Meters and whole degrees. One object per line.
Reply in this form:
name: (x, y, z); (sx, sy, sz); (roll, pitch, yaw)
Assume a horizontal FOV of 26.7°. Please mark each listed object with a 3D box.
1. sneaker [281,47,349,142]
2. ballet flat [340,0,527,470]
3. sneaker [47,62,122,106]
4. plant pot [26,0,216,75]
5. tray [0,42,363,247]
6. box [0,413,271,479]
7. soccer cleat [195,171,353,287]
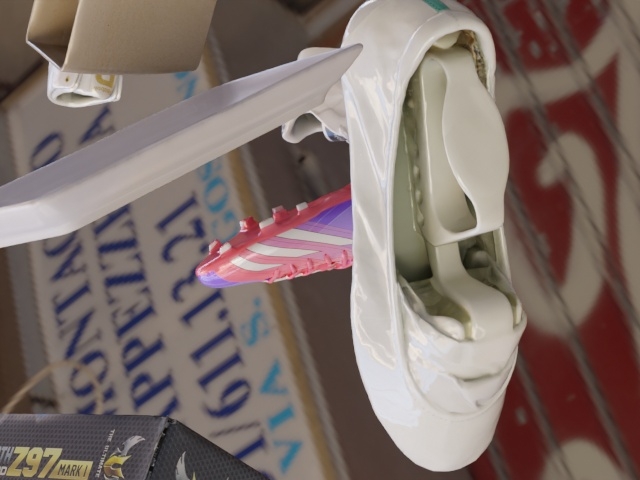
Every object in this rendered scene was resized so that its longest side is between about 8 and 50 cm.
sneaker: (0.066, -0.137, 1.376); (0.090, 0.235, 0.095); (42, -119, -46)
ballet flat: (0.095, 0.008, 1.028); (0.139, 0.139, 0.400); (-40, -54, -64)
sneaker: (-0.251, -0.261, 1.686); (0.108, 0.292, 0.169); (11, -112, -35)
plant pot: (-0.127, -0.165, 0.898); (0.096, 0.109, 0.109); (9, -166, -28)
tray: (-0.100, -0.054, 0.818); (0.270, 0.145, 0.030); (-32, -75, -41)
box: (-0.080, 0.167, 0.755); (0.232, 0.183, 0.059); (39, -122, -40)
soccer cleat: (0.000, 0.000, 1.315); (0.095, 0.248, 0.083); (66, 163, -11)
